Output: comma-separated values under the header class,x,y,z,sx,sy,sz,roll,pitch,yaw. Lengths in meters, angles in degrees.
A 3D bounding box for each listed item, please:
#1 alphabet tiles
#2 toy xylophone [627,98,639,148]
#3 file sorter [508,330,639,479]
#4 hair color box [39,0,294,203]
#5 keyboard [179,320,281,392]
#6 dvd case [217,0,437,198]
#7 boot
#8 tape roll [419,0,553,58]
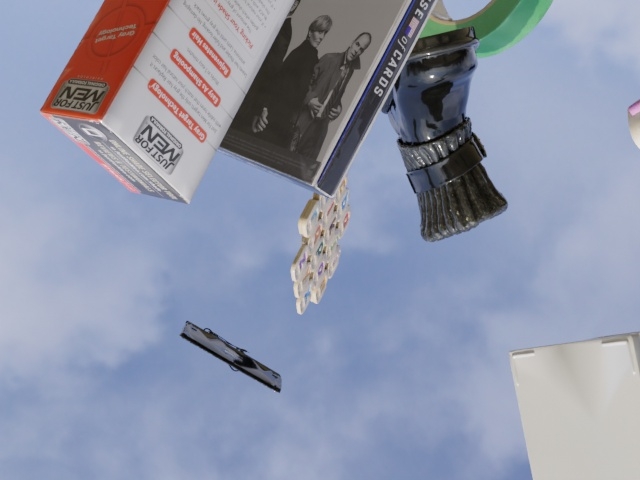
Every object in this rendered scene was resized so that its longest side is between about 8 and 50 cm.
class,x,y,z,sx,sy,sz,roll,pitch,yaw
alphabet tiles,0.000,0.000,2.152,0.021,0.284,0.278,16,-124,17
toy xylophone,0.739,-0.173,1.978,0.236,0.323,0.081,-25,-148,42
file sorter,0.385,0.252,1.308,0.173,0.277,0.193,-6,173,-37
hair color box,-0.062,-0.096,0.491,0.043,0.072,0.141,12,-112,35
keyboard,-0.152,0.202,1.769,0.192,0.038,0.100,32,-169,-6
dvd case,0.000,-0.163,0.788,0.179,0.030,0.238,25,-94,45
boot,0.183,-0.143,1.510,0.131,0.260,0.348,-17,173,-2
tape roll,0.263,-0.473,1.785,0.077,0.321,0.321,7,-160,-43
